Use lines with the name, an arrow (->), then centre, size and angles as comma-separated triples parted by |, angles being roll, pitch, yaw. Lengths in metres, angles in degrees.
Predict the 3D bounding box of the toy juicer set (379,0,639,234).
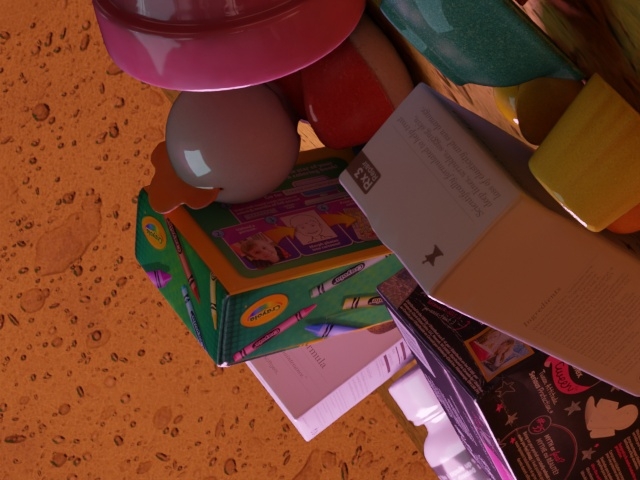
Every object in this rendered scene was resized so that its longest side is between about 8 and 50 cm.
toy juicer set -> 0.097, -0.136, 1.058 | 0.329, 0.089, 0.209 | 48, -169, 19

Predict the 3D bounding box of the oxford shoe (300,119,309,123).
oxford shoe -> -0.048, -0.176, 1.784 | 0.097, 0.098, 0.271 | 51, 173, 24

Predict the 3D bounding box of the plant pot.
plant pot -> -0.078, -0.235, 1.326 | 0.201, 0.201, 0.180 | 47, 156, 46

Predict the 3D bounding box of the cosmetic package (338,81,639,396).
cosmetic package -> 0.130, 0.003, 1.108 | 0.231, 0.085, 0.117 | 27, -160, -47

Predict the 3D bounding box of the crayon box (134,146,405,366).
crayon box -> 0.000, 0.000, 1.590 | 0.165, 0.278, 0.081 | 48, 142, 43

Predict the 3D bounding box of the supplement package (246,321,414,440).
supplement package -> 0.037, 0.059, 1.780 | 0.139, 0.244, 0.134 | 51, 174, 14

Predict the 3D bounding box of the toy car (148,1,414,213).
toy car -> -0.060, -0.116, 1.549 | 0.210, 0.238, 0.219 | 47, 171, 45

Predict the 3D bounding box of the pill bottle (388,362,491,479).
pill bottle -> 0.205, 0.218, 1.812 | 0.283, 0.161, 0.161 | 53, 174, 2

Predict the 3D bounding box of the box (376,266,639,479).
box -> 0.176, 0.110, 1.516 | 0.163, 0.142, 0.247 | 49, 172, 44
